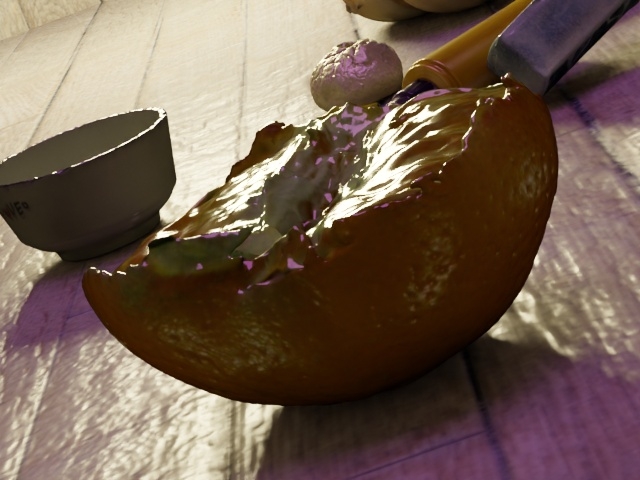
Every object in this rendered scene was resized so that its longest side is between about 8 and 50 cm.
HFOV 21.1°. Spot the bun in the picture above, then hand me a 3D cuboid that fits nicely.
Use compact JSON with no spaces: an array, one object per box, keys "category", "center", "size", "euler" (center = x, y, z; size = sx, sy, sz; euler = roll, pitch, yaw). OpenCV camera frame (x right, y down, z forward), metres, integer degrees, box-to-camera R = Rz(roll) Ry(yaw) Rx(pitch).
[{"category":"bun","center":[0.040,-0.194,1.985],"size":[0.115,0.069,0.115],"euler":[-20,18,7]}]

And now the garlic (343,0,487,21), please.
[{"category":"garlic","center":[0.139,-0.406,2.298],"size":[0.286,0.249,0.313],"euler":[-32,-5,38]}]

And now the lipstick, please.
[{"category":"lipstick","center":[0.282,-0.257,1.728],"size":[0.290,0.076,0.077],"euler":[-44,-10,-18]}]

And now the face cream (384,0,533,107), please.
[{"category":"face cream","center":[0.145,-0.166,1.752],"size":[0.078,0.078,0.273],"euler":[-3,24,47]}]

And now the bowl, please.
[{"category":"bowl","center":[-0.238,-0.051,1.794],"size":[0.211,0.112,0.211],"euler":[-20,17,6]}]

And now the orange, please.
[{"category":"orange","center":[0.004,0.009,1.167],"size":[0.335,0.196,0.262],"euler":[-12,4,16]}]
